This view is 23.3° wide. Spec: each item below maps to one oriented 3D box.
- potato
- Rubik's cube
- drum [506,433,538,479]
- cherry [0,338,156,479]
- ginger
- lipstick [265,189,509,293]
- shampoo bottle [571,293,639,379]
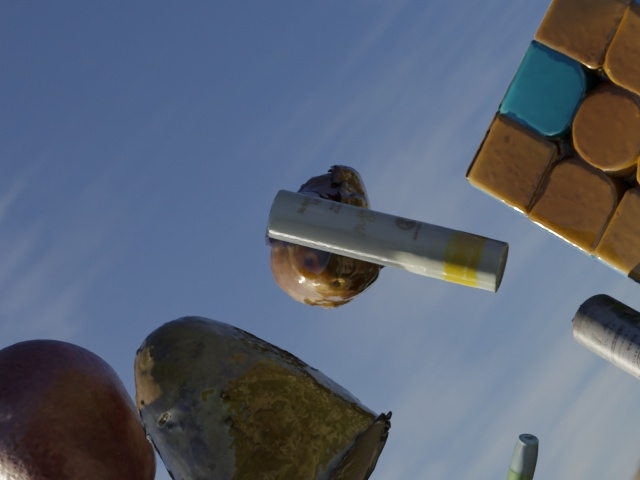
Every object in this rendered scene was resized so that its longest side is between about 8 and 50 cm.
[{"bbox_3d":[-0.082,0.192,1.585,0.229,0.266,0.229,-46,-19,-21],"label":"potato"},{"bbox_3d":[0.405,-0.125,1.862,0.290,0.292,0.291,1,-62,-55],"label":"Rubik's cube"},{"bbox_3d":[0.217,0.346,1.882,0.049,0.130,0.253,-7,-79,-33],"label":"drum"},{"bbox_3d":[-0.327,0.254,1.954,0.221,0.307,0.261,-42,-30,-10],"label":"cherry"},{"bbox_3d":[0.000,0.000,2.133,0.172,0.165,0.321,-57,13,14],"label":"ginger"},{"bbox_3d":[0.072,-0.001,1.701,0.059,0.264,0.059,14,-90,-77],"label":"lipstick"},{"bbox_3d":[0.365,0.125,1.675,0.072,0.214,0.072,-16,-61,-30],"label":"shampoo bottle"}]
